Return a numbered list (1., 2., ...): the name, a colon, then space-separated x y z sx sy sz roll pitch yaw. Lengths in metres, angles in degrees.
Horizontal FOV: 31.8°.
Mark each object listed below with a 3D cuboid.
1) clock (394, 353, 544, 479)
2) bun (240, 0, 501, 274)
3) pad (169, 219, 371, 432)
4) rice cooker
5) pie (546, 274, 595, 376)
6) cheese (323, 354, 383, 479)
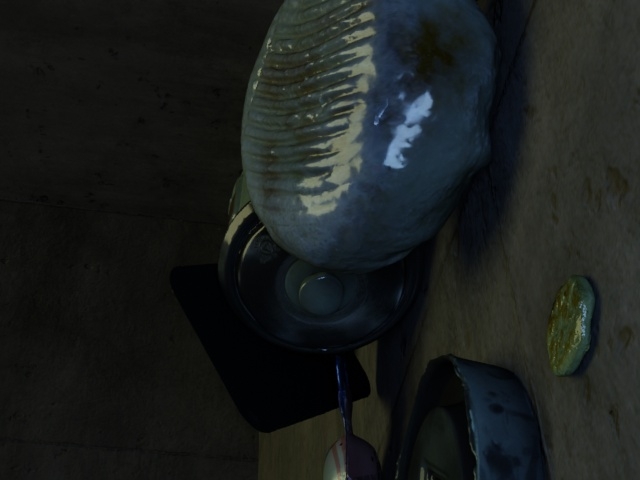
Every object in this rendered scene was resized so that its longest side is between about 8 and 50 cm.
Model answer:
1. clock: 0.128 0.269 1.048 0.325 0.067 0.325 -174 90 -83
2. bun: 0.059 -0.144 1.230 0.362 0.211 0.362 -23 63 58
3. pad: -0.094 0.119 1.558 0.315 0.063 0.375 61 -157 14
4. rice cooker: 0.000 0.000 1.500 0.316 0.264 0.317 -169 90 -84
5. pie: 0.197 0.066 0.885 0.085 0.017 0.085 -172 90 -83
6. cheese: 0.042 0.296 1.489 0.189 0.074 0.286 57 -154 -80
